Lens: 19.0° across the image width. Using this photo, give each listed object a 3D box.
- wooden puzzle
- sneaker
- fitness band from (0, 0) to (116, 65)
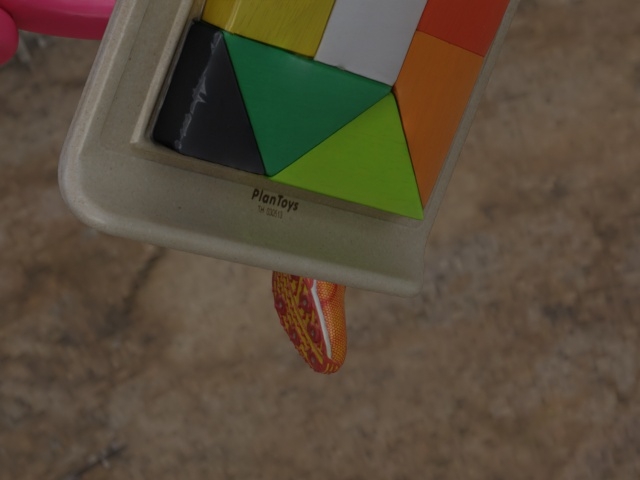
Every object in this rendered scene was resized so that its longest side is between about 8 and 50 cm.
[{"bbox_3d":[0.013,-0.101,0.800,0.044,0.221,0.238,21,95,43],"label":"wooden puzzle"},{"bbox_3d":[0.000,0.000,1.232,0.067,0.064,0.175,-2,72,-23],"label":"sneaker"},{"bbox_3d":[-0.140,-0.169,0.928,0.209,0.291,0.054,-23,61,28],"label":"fitness band"}]
